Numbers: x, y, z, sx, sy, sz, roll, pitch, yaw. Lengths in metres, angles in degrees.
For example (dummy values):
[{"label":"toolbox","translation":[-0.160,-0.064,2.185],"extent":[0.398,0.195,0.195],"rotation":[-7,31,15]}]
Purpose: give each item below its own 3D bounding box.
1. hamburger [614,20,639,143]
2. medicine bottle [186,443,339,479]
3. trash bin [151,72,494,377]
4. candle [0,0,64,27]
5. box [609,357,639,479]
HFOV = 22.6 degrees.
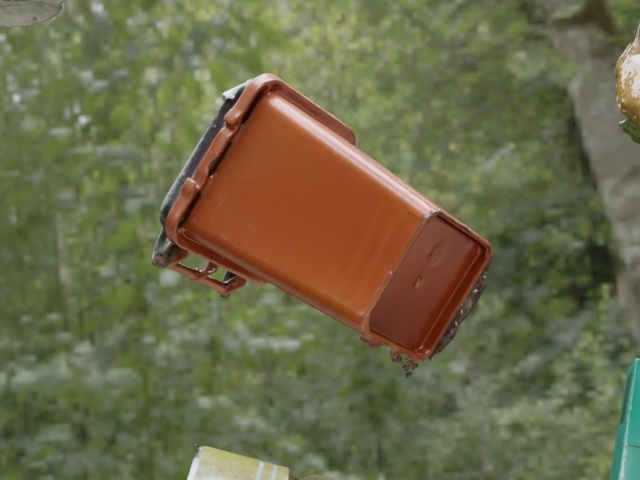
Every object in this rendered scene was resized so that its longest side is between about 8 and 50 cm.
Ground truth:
[{"label":"hamburger","translation":[0.344,-0.110,1.339],"extent":[0.135,0.155,0.208],"rotation":[14,21,-22]},{"label":"medicine bottle","translation":[0.068,0.226,0.903],"extent":[0.322,0.151,0.151],"rotation":[14,-6,0]},{"label":"trash bin","translation":[0.000,0.000,1.293],"extent":[0.238,0.184,0.161],"rotation":[35,3,36]},{"label":"candle","translation":[-0.308,-0.274,1.583],"extent":[0.168,0.068,0.192],"rotation":[6,-18,-37]},{"label":"box","translation":[0.329,0.229,1.386],"extent":[0.161,0.226,0.042],"rotation":[14,-23,2]}]
